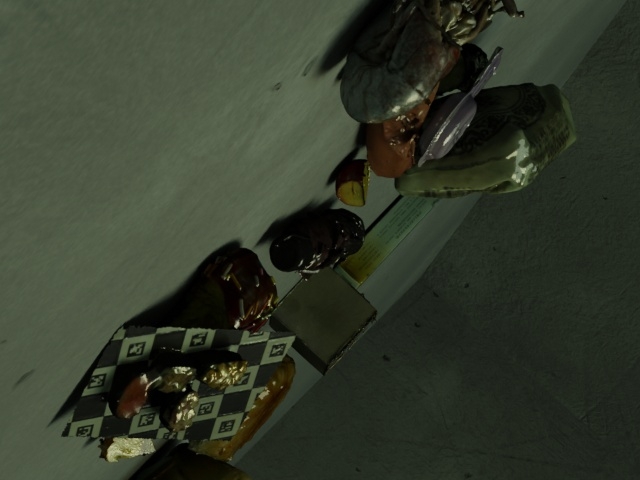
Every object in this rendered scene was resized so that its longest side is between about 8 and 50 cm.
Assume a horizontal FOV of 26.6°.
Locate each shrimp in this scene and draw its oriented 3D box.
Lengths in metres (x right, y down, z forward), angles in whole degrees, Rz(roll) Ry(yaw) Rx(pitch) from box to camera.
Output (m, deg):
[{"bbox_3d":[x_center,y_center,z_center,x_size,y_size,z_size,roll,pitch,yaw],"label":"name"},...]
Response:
[{"bbox_3d":[0.144,-0.266,1.487,0.343,0.116,0.145,-51,-164,-3],"label":"shrimp"}]

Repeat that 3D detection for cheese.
[{"bbox_3d":[0.190,-0.178,1.858,0.191,0.042,0.105,-52,172,-6],"label":"cheese"}]

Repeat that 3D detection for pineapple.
[{"bbox_3d":[-0.265,0.265,1.945,0.114,0.077,0.114,-43,157,-60],"label":"pineapple"}]

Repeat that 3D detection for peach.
[{"bbox_3d":[0.047,-0.085,2.005,0.083,0.050,0.077,-73,169,-71],"label":"peach"}]

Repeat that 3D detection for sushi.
[{"bbox_3d":[-0.164,0.191,1.689,0.279,0.043,0.193,10,120,-43],"label":"sushi"}]

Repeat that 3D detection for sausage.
[{"bbox_3d":[0.107,-0.160,1.893,0.087,0.079,0.327,-33,166,-15],"label":"sausage"}]

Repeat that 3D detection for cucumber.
[{"bbox_3d":[0.205,-0.255,1.988,0.081,0.072,0.303,-64,168,14],"label":"cucumber"}]

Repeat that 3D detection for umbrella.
[{"bbox_3d":[0.000,0.000,2.029,0.094,0.090,0.326,-28,178,17],"label":"umbrella"}]

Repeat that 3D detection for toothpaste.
[{"bbox_3d":[0.148,-0.027,2.767,0.313,0.071,0.089,-46,175,-20],"label":"toothpaste"}]

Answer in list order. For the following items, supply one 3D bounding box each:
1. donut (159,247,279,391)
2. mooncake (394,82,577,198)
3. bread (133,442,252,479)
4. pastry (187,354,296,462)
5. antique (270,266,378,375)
[{"bbox_3d":[-0.146,0.118,1.786,0.230,0.096,0.216,-48,172,-7],"label":"donut"},{"bbox_3d":[0.250,-0.164,2.121,0.250,0.136,0.254,-3,-156,29],"label":"mooncake"},{"bbox_3d":[-0.294,0.532,2.542,0.341,0.210,0.300,-38,-166,-15],"label":"bread"},{"bbox_3d":[-0.150,0.288,2.482,0.236,0.120,0.257,-52,170,-1],"label":"pastry"},{"bbox_3d":[0.005,0.148,2.526,0.147,0.152,0.148,-46,173,-15],"label":"antique"}]
